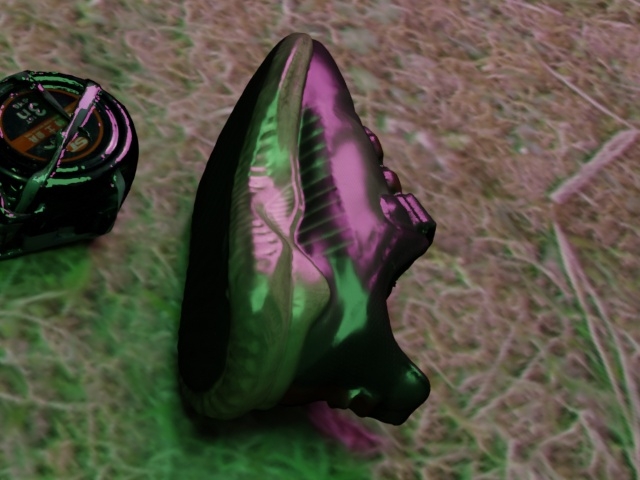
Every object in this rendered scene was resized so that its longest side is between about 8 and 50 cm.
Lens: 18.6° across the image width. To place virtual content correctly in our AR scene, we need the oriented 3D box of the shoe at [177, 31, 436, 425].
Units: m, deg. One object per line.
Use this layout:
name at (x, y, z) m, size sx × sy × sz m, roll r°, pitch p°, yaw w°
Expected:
shoe at (0.000, 0.000, 0.926) m, size 0.112 × 0.099 × 0.227 m, roll 21°, pitch 44°, yaw -13°

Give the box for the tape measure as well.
tape measure at (-0.133, -0.038, 0.927) m, size 0.094 × 0.054 × 0.091 m, roll -28°, pitch 63°, yaw -35°
